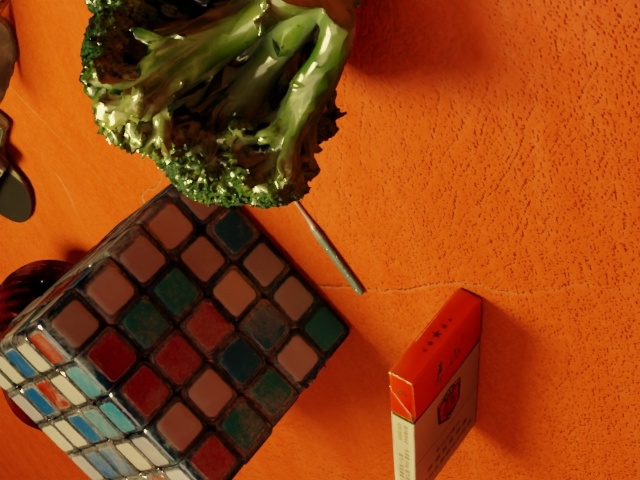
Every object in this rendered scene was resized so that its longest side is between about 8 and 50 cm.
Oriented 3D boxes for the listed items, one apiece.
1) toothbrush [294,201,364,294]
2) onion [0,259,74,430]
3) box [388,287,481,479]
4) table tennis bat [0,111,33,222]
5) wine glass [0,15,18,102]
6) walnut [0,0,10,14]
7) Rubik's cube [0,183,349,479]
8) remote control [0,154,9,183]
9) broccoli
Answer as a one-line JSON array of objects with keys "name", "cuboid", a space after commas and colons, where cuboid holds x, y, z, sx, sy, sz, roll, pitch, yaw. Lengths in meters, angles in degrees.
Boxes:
[{"name": "toothbrush", "cuboid": [0.000, 0.000, 1.363, 0.011, 0.014, 0.167, -16, 117, 45]}, {"name": "onion", "cuboid": [-0.382, 0.149, 1.786, 0.280, 0.221, 0.281, 5, 125, 8]}, {"name": "box", "cuboid": [0.127, 0.177, 1.325, 0.035, 0.139, 0.245, 27, 145, 25]}, {"name": "table tennis bat", "cuboid": [-0.474, -0.111, 1.746, 0.154, 0.021, 0.274, 40, 151, 3]}, {"name": "wine glass", "cuboid": [-0.597, -0.270, 1.467, 0.406, 0.267, 0.267, 30, 147, 12]}, {"name": "walnut", "cuboid": [-0.416, -0.319, 1.298, 0.207, 0.159, 0.159, 45, 149, 7]}, {"name": "Rubik's cube", "cuboid": [-0.195, 0.131, 1.480, 0.287, 0.292, 0.293, 48, 150, -10]}, {"name": "remote control", "cuboid": [-0.492, -0.089, 1.750, 0.059, 0.028, 0.212, 42, 153, -9]}, {"name": "broccoli", "cuboid": [-0.075, -0.168, 1.020, 0.245, 0.265, 0.295, -39, 75, 45]}]
